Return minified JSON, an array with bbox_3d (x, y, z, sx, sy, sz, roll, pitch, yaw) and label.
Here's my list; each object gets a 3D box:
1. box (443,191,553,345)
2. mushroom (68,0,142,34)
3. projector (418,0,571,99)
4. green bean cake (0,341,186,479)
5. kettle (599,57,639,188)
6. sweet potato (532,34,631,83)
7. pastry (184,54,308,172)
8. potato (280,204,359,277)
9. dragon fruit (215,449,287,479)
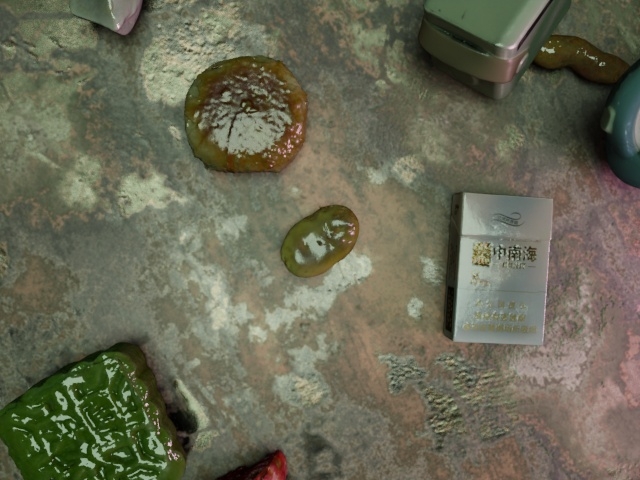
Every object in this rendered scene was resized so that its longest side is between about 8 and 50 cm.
[{"bbox_3d":[0.290,0.045,1.035,0.155,0.067,0.242,2,92,-6],"label":"box"},{"bbox_3d":[-0.298,-0.446,0.957,0.118,0.103,0.270,21,84,-5],"label":"mushroom"},{"bbox_3d":[0.266,-0.346,0.955,0.163,0.177,0.242,34,86,20],"label":"projector"},{"bbox_3d":[-0.335,0.303,0.960,0.222,0.125,0.248,-29,94,-4],"label":"green bean cake"},{"bbox_3d":[0.582,-0.224,0.944,0.342,0.247,0.319,-37,136,21],"label":"kettle"},{"bbox_3d":[0.437,-0.301,1.047,0.218,0.051,0.065,14,87,-6],"label":"sweet potato"},{"bbox_3d":[-0.114,-0.195,0.982,0.193,0.093,0.182,-1,89,-4],"label":"pastry"},{"bbox_3d":[0.000,0.000,1.008,0.138,0.070,0.091,-35,96,-2],"label":"potato"},{"bbox_3d":[-0.138,0.476,0.979,0.262,0.134,0.211,-29,97,-3],"label":"dragon fruit"}]
